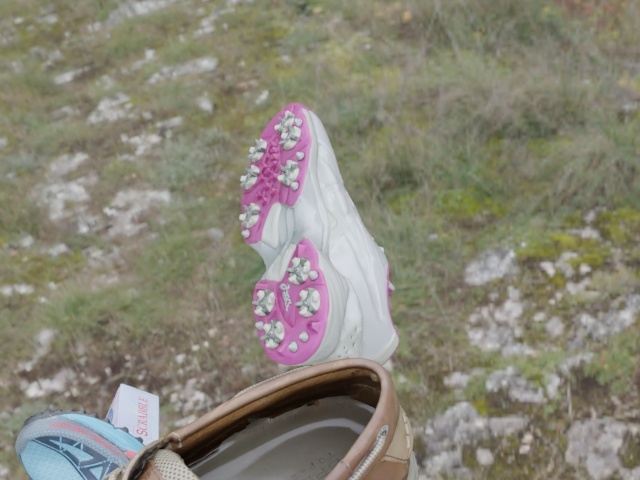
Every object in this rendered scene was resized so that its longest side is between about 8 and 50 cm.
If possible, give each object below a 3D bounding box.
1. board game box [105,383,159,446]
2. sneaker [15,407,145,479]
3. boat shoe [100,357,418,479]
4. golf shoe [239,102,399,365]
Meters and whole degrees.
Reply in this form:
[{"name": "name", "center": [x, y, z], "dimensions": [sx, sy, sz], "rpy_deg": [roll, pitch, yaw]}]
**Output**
[{"name": "board game box", "center": [-0.303, 0.405, 1.438], "dimensions": [0.066, 0.318, 0.319], "rpy_deg": [21, 16, -15]}, {"name": "sneaker", "center": [-0.167, 0.257, 0.862], "dimensions": [0.104, 0.262, 0.125], "rpy_deg": [-27, 11, 29]}, {"name": "boat shoe", "center": [-0.084, 0.157, 0.556], "dimensions": [0.324, 0.116, 0.123], "rpy_deg": [-31, 50, -29]}, {"name": "golf shoe", "center": [0.000, 0.000, 1.071], "dimensions": [0.115, 0.140, 0.306], "rpy_deg": [-36, 46, 37]}]
